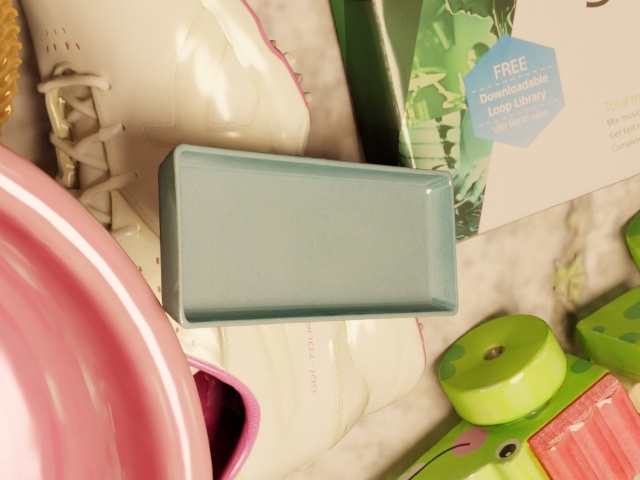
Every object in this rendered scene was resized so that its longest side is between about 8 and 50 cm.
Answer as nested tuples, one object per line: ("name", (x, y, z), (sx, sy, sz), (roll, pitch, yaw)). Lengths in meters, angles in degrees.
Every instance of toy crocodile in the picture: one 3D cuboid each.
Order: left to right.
("toy crocodile", (0.175, 0.070, 0.802), (0.341, 0.105, 0.115), (-34, 113, -16))

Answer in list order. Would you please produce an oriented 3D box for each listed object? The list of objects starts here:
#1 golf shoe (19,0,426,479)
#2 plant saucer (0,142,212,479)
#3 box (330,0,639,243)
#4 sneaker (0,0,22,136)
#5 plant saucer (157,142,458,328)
("golf shoe", (-0.067, -0.016, 0.651), (0.140, 0.115, 0.306), (-42, 114, -27))
("plant saucer", (-0.205, 0.105, 0.531), (0.332, 0.084, 0.332), (-5, 103, -25))
("box", (0.106, -0.180, 0.748), (0.232, 0.058, 0.322), (-21, 106, -22))
("sneaker", (-0.173, -0.106, 0.584), (0.069, 0.084, 0.185), (-43, 145, -46))
("plant saucer", (0.000, 0.000, 0.613), (0.192, 0.018, 0.067), (1, 86, -53))
